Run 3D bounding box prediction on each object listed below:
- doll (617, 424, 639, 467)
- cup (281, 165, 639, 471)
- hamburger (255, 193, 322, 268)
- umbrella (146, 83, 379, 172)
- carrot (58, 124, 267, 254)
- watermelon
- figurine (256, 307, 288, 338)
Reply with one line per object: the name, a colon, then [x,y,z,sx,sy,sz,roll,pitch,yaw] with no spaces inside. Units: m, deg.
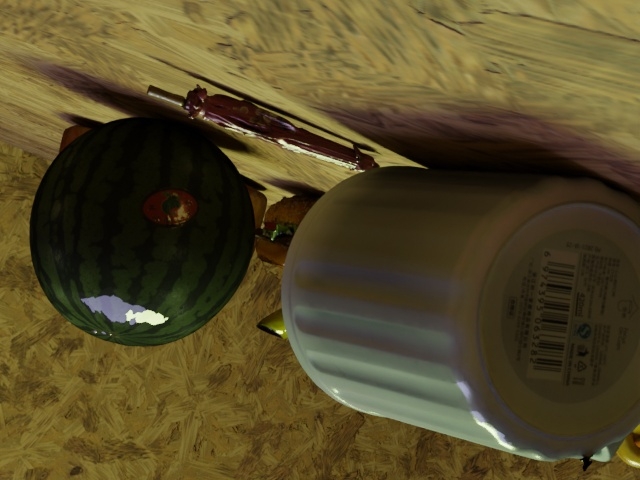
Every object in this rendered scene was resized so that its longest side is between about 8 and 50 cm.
doll: [0.454,0.228,1.595,0.166,0.162,0.269,3,180,25]
cup: [0.113,0.042,0.649,0.221,0.167,0.202,12,177,-24]
hamburger: [0.000,0.000,1.198,0.137,0.087,0.166,21,178,-21]
umbrella: [-0.035,-0.076,0.726,0.165,0.025,0.027,19,158,-16]
carrot: [-0.206,-0.062,1.371,0.307,0.100,0.258,20,174,40]
watermelon: [-0.162,-0.010,1.001,0.212,0.212,0.212,20,177,1]
figurine: [0.094,0.096,1.619,0.326,0.218,0.169,28,134,-15]
